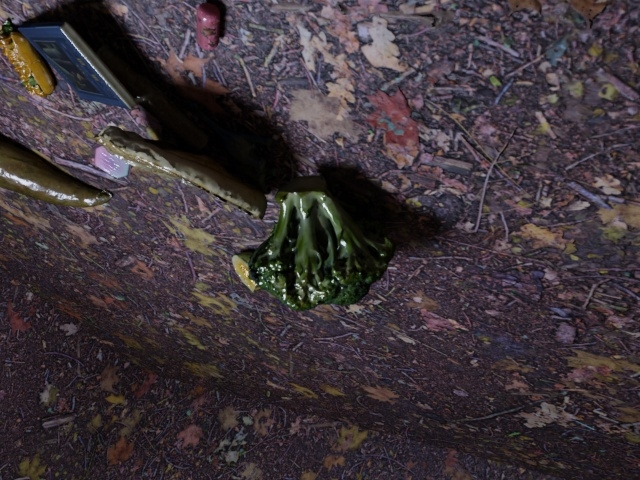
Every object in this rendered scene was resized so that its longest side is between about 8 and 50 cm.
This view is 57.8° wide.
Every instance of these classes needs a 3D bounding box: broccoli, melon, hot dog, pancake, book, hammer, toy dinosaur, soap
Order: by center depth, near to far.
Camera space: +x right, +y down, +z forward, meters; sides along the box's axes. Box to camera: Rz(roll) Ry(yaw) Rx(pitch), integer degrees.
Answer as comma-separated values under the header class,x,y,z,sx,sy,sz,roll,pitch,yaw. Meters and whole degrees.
class,x,y,z,sx,sy,sz,roll,pitch,yaw
hammer,-0.190,-0.364,0.987,0.043,0.043,0.083,24,149,1
book,-0.490,-0.351,1.160,0.269,0.025,0.191,22,157,45
pancake,-0.285,-0.152,1.231,0.387,0.082,0.387,24,-179,0
broccoli,0.000,0.000,1.244,0.321,0.304,0.283,-7,119,8
hot dog,-0.644,-0.388,1.267,0.072,0.055,0.188,16,151,17
toy dinosaur,-0.188,-0.192,1.270,0.188,0.075,0.247,27,159,17
soap,-0.512,-0.215,1.456,0.100,0.056,0.149,32,150,-10
melon,-0.193,0.073,1.683,0.128,0.079,0.160,39,154,10

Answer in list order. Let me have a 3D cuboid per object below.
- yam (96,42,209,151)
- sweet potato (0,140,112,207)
class,x,y,z,sx,sy,sz,roll,pitch,yaw
yam,-0.343,-0.287,1.185,0.274,0.061,0.061,40,148,-17
sweet potato,-0.824,-0.180,1.688,0.423,0.130,0.130,24,152,-13
